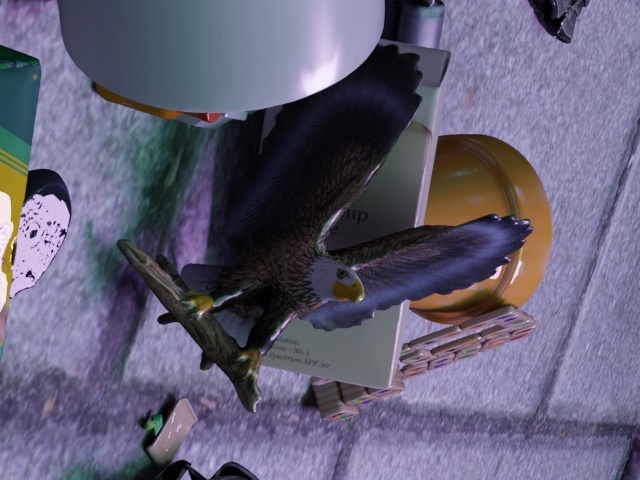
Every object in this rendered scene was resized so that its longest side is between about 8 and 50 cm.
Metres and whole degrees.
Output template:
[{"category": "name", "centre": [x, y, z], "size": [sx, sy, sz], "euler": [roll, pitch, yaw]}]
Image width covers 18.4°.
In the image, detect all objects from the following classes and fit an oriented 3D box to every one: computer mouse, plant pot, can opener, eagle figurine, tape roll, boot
[{"category": "computer mouse", "centre": [-0.270, 0.044, 1.478], "size": [0.242, 0.041, 0.071], "euler": [-54, 143, -19]}, {"category": "plant pot", "centre": [0.105, -0.009, 2.062], "size": [0.188, 0.205, 0.205], "euler": [-3, 112, -47]}, {"category": "can opener", "centre": [0.070, -0.225, 1.977], "size": [0.095, 0.076, 0.283], "euler": [-7, 120, -28]}, {"category": "eagle figurine", "centre": [0.007, 0.005, 1.725], "size": [0.298, 0.225, 0.226], "euler": [-42, 149, -13]}, {"category": "tape roll", "centre": [-0.074, -0.229, 1.421], "size": [0.246, 0.246, 0.169], "euler": [-48, 148, -41]}, {"category": "boot", "centre": [0.328, -0.313, 2.445], "size": [0.161, 0.083, 0.246], "euler": [-61, 150, -3]}]

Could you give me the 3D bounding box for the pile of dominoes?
[{"category": "pile of dominoes", "centre": [0.120, 0.139, 2.148], "size": [0.196, 0.251, 0.040], "euler": [21, 50, -69]}]

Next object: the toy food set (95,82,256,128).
[{"category": "toy food set", "centre": [-0.078, -0.144, 1.648], "size": [0.232, 0.104, 0.111], "euler": [5, 103, -66]}]

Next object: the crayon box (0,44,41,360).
[{"category": "crayon box", "centre": [-0.288, 0.008, 1.319], "size": [0.165, 0.081, 0.278], "euler": [-15, 121, -53]}]

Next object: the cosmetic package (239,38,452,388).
[{"category": "cosmetic package", "centre": [0.019, -0.031, 1.850], "size": [0.113, 0.160, 0.309], "euler": [-69, 167, -64]}]

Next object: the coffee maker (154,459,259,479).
[{"category": "coffee maker", "centre": [-0.137, 0.300, 1.840], "size": [0.178, 0.120, 0.171], "euler": [-4, 117, -62]}]

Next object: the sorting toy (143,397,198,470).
[{"category": "sorting toy", "centre": [-0.145, 0.177, 1.866], "size": [0.062, 0.012, 0.083], "euler": [-56, 156, -20]}]
